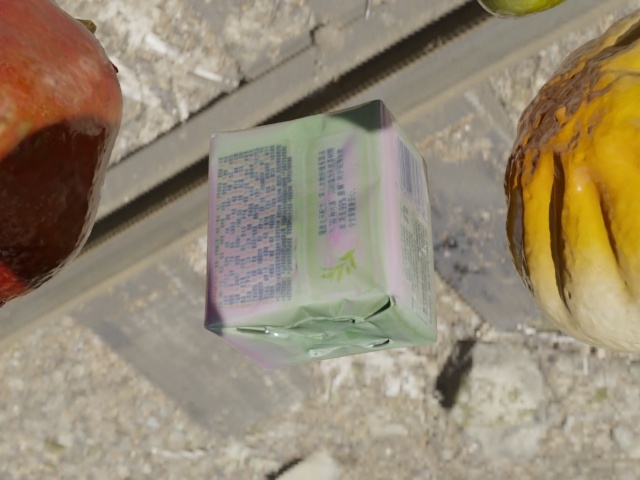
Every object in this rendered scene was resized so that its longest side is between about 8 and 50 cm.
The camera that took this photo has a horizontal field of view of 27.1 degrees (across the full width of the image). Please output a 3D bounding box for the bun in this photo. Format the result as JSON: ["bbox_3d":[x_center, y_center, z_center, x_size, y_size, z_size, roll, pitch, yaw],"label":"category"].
[{"bbox_3d":[0.242,-0.062,1.017,0.164,0.299,0.299,23,131,-22],"label":"bun"}]

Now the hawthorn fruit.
[{"bbox_3d":[-0.314,-0.100,1.116,0.295,0.311,0.295,1,156,1],"label":"hawthorn fruit"}]

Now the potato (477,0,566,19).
[{"bbox_3d":[0.139,-0.195,0.890,0.091,0.070,0.138,-33,147,10],"label":"potato"}]

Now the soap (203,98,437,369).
[{"bbox_3d":[0.000,0.000,1.203,0.182,0.199,0.138,-10,156,20],"label":"soap"}]
